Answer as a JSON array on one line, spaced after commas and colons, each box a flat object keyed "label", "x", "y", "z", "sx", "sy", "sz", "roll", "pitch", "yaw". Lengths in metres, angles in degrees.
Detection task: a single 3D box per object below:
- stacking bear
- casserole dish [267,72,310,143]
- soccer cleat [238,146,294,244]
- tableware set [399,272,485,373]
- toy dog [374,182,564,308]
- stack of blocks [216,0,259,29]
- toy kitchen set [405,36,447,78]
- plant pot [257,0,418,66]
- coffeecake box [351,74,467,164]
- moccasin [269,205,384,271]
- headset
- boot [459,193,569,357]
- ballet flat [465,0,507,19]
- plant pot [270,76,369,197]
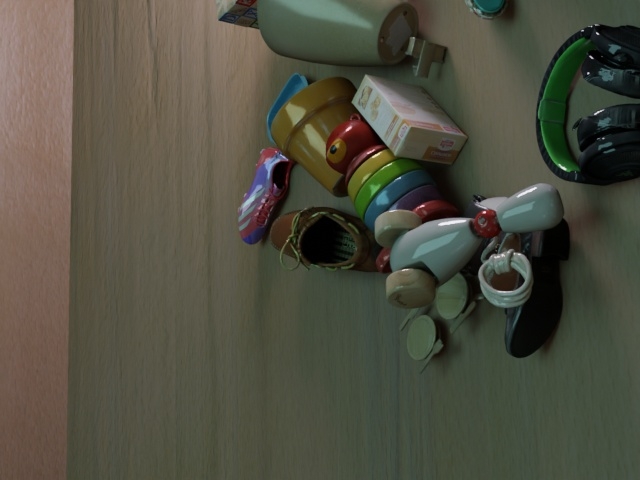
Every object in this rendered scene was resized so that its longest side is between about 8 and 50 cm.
[{"label": "stacking bear", "x": 0.114, "y": -0.108, "z": 1.813, "sx": 0.289, "sy": 0.164, "sz": 0.175, "roll": 53, "pitch": 129, "yaw": 23}, {"label": "casserole dish", "x": -0.065, "y": -0.304, "z": 2.267, "sx": 0.188, "sy": 0.037, "sz": 0.114, "roll": -54, "pitch": 45, "yaw": 37}, {"label": "soccer cleat", "x": -0.129, "y": -0.100, "z": 2.295, "sx": 0.095, "sy": 0.083, "sz": 0.248, "roll": 32, "pitch": 109, "yaw": 47}, {"label": "tableware set", "x": 0.225, "y": 0.144, "z": 1.788, "sx": 0.194, "sy": 0.039, "sz": 0.128, "roll": -57, "pitch": 34, "yaw": 28}, {"label": "toy dog", "x": 0.247, "y": 0.018, "z": 1.582, "sx": 0.333, "sy": 0.161, "sz": 0.220, "roll": 1, "pitch": 70, "yaw": 38}, {"label": "stack of blocks", "x": -0.098, "y": -0.598, "z": 2.239, "sx": 0.297, "sy": 0.171, "sz": 0.087, "roll": -27, "pitch": 64, "yaw": 51}, {"label": "toy kitchen set", "x": 0.186, "y": -0.354, "z": 1.875, "sx": 0.075, "sy": 0.083, "sz": 0.068, "roll": 26, "pitch": 106, "yaw": 53}, {"label": "plant pot", "x": 0.057, "y": -0.459, "z": 1.970, "sx": 0.274, "sy": 0.256, "sz": 0.257, "roll": 29, "pitch": 110, "yaw": 35}, {"label": "coffeecake box", "x": 0.167, "y": -0.229, "z": 1.833, "sx": 0.185, "sy": 0.142, "sz": 0.068, "roll": 57, "pitch": 130, "yaw": 42}, {"label": "moccasin", "x": -0.001, "y": 0.003, "z": 2.033, "sx": 0.380, "sy": 0.147, "sz": 0.139, "roll": 21, "pitch": 103, "yaw": 54}, {"label": "headset", "x": 0.429, "y": -0.208, "z": 1.424, "sx": 0.394, "sy": 0.185, "sz": 0.244, "roll": -175, "pitch": 90, "yaw": -66}, {"label": "boot", "x": 0.306, "y": 0.056, "z": 1.654, "sx": 0.229, "sy": 0.091, "sz": 0.263, "roll": 10, "pitch": 83, "yaw": 55}, {"label": "ballet flat", "x": 0.288, "y": -0.488, "z": 1.772, "sx": 0.077, "sy": 0.091, "sz": 0.241, "roll": 98, "pitch": 166, "yaw": -64}, {"label": "plant pot", "x": 0.030, "y": -0.200, "z": 1.997, "sx": 0.188, "sy": 0.205, "sz": 0.205, "roll": 57, "pitch": 131, "yaw": 22}]
